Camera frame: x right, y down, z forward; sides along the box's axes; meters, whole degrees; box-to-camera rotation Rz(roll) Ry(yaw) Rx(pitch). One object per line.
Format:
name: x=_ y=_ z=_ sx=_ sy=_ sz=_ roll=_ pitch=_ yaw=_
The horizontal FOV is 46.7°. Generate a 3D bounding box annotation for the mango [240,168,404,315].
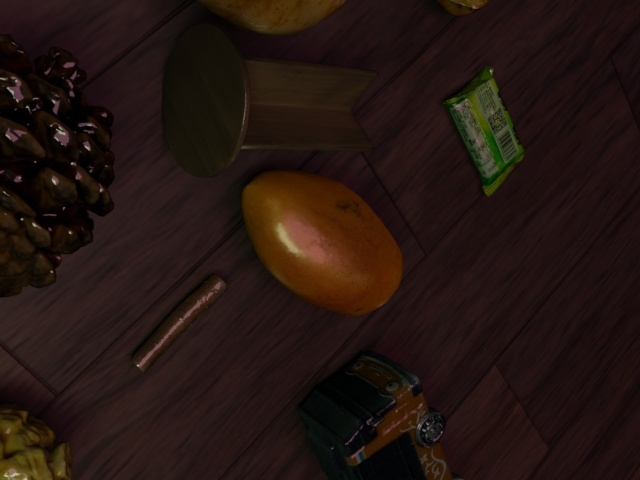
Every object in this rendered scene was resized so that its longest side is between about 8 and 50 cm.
mango: x=0.000 y=0.000 z=0.943 sx=0.252 sy=0.126 sz=0.154 roll=38 pitch=67 yaw=-31

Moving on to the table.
table: x=-0.046 y=-0.159 z=0.878 sx=0.226 sy=0.167 sz=0.167 roll=-6 pitch=102 yaw=-41

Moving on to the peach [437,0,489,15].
peach: x=0.193 y=-0.359 z=1.036 sx=0.098 sy=0.061 sz=0.098 roll=4 pitch=79 yaw=-19

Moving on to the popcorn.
popcorn: x=-0.357 y=0.264 z=0.760 sx=0.195 sy=0.168 sz=0.173 roll=-37 pitch=137 yaw=21

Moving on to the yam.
yam: x=-0.173 y=0.100 z=0.908 sx=0.145 sy=0.032 sz=0.032 roll=-47 pitch=120 yaw=-17

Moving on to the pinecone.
pinecone: x=-0.303 y=-0.064 z=0.686 sx=0.257 sy=0.243 sz=0.244 roll=-58 pitch=135 yaw=-62

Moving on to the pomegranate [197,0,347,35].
pomegranate: x=-0.056 y=-0.343 z=0.780 sx=0.248 sy=0.248 sz=0.248 roll=-7 pitch=102 yaw=-31

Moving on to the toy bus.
toy bus: x=0.091 y=0.312 z=1.054 sx=0.167 sy=0.138 sz=0.275 roll=-31 pitch=116 yaw=-22

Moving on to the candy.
candy: x=0.253 y=-0.166 z=1.127 sx=0.102 sy=0.032 sz=0.178 roll=-41 pitch=119 yaw=-16
